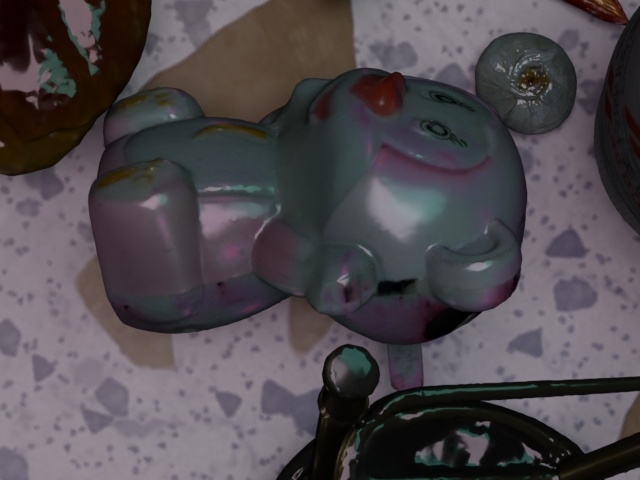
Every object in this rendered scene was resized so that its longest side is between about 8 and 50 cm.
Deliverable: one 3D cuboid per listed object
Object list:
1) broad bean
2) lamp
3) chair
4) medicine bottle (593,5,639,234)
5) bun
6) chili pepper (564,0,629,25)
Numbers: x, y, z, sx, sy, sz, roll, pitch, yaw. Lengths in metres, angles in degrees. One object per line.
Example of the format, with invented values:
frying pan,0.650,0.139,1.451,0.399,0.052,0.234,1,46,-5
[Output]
broad bean,-0.206,-0.157,1.325,0.156,0.122,0.228,17,85,-1
lamp,0.000,0.000,1.302,0.301,0.247,0.247,-6,118,3
chair,0.139,0.245,1.159,0.365,0.410,0.361,-2,86,-14
medicine bottle,0.318,-0.087,1.258,0.245,0.306,0.245,0,86,-2
bun,0.159,-0.121,1.381,0.083,0.045,0.083,0,91,-1
chili pepper,0.174,-0.215,1.396,0.178,0.027,0.045,34,90,0
